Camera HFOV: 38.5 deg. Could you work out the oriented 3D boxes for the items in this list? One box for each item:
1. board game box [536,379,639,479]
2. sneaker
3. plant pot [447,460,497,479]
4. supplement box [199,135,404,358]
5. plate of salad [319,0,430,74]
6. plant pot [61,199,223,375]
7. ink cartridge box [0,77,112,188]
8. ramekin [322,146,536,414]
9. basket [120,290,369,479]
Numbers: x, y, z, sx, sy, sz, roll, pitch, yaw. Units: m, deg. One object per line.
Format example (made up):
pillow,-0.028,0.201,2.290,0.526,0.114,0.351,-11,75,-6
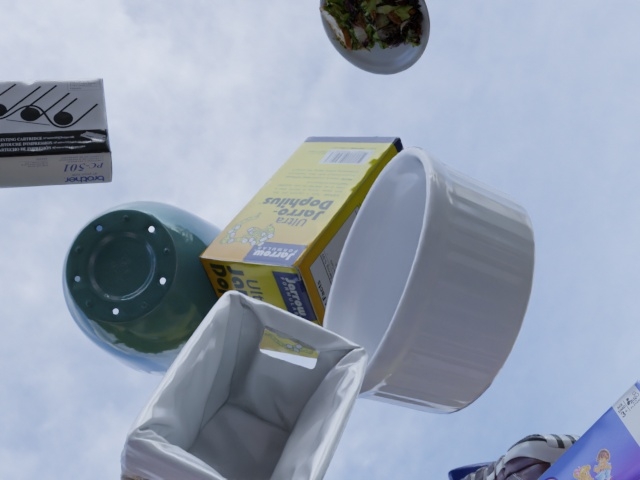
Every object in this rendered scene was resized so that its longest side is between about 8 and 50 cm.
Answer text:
board game box,0.230,0.305,0.744,0.233,0.078,0.347,33,-73,-21
sneaker,0.235,0.348,1.078,0.106,0.162,0.281,1,-33,-13
plant pot,0.327,0.457,1.355,0.212,0.236,0.236,-16,-40,1
supplement box,0.000,0.000,1.520,0.356,0.195,0.194,-51,-47,-40
plate of salad,0.081,-0.356,1.481,0.048,0.200,0.200,-48,-48,-44
plant pot,-0.288,0.066,1.510,0.293,0.293,0.235,-48,-15,-4
ink cartridge box,-0.296,-0.095,0.824,0.207,0.097,0.046,-4,-36,-15
ramekin,0.112,0.051,0.981,0.135,0.277,0.277,19,-80,-12
basket,-0.051,0.130,0.591,0.113,0.167,0.103,24,-58,5
